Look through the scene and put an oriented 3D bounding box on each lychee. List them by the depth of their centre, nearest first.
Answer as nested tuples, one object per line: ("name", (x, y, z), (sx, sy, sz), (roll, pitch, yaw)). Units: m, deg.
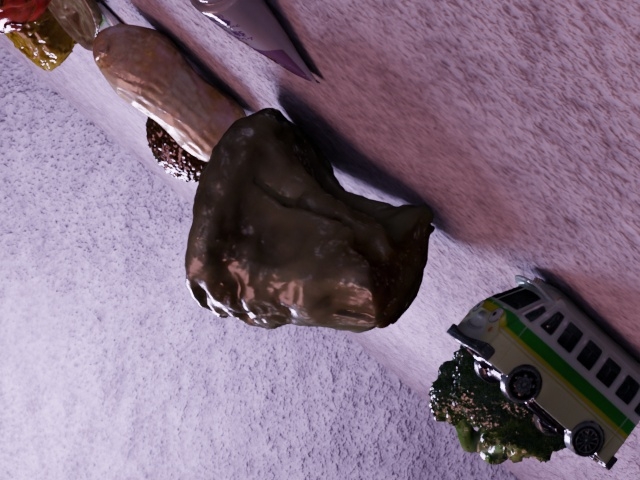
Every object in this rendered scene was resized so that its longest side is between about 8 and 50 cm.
("lychee", (-0.236, -0.188, 2.208), (0.171, 0.171, 0.171), (38, 171, 7))

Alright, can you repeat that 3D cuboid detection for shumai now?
("shumai", (0.000, 0.000, 1.871), (0.323, 0.324, 0.397), (19, 170, 21))

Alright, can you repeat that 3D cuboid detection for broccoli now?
("broccoli", (0.310, 0.255, 1.937), (0.245, 0.295, 0.265), (97, 170, -45))

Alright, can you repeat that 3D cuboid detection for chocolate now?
("chocolate", (-0.241, -0.245, 2.047), (0.309, 0.134, 0.134), (39, 172, -19))

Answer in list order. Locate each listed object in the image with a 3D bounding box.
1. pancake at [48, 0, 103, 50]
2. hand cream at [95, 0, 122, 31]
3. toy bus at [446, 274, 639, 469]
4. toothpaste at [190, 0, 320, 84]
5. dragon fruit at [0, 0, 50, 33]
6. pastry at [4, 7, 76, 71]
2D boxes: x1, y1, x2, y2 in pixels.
("pancake", (-0.442, -0.426, 2.140), (0.222, 0.042, 0.236), (43, 165, 22))
("hand cream", (-0.331, -0.323, 2.253), (0.336, 0.076, 0.121), (51, 165, -27))
("toy bus", (0.328, 0.174, 1.731), (0.276, 0.164, 0.134), (42, 177, -17))
("toothpaste", (-0.090, -0.271, 1.513), (0.114, 0.073, 0.299), (35, 178, 25))
("dragon fruit", (-0.509, -0.428, 1.881), (0.241, 0.241, 0.252), (36, 179, 20))
("pastry", (-0.563, -0.435, 2.353), (0.240, 0.132, 0.235), (27, 166, 50))
